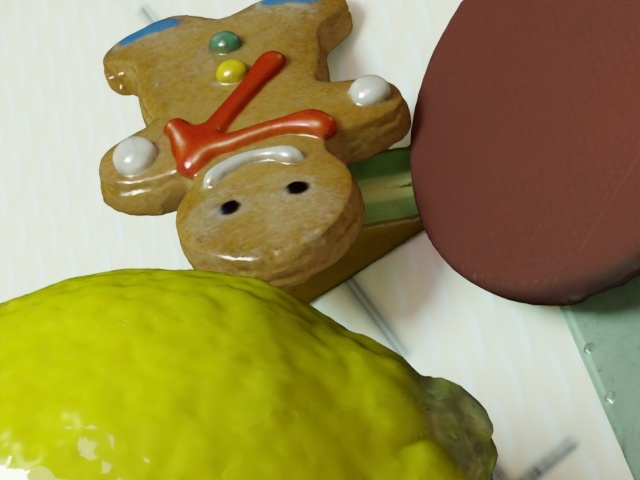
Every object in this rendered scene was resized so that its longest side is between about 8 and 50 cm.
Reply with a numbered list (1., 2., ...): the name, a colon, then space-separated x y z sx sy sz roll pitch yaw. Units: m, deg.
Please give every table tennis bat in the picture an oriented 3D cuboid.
1. table tennis bat: 0.177 -0.073 1.003 0.268 0.051 0.414 -59 32 6

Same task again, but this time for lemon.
1. lemon: -0.084 0.182 0.888 0.387 0.350 0.350 -39 46 13

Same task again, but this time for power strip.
1. power strip: 0.189 0.068 0.986 0.080 0.029 0.227 -29 48 13

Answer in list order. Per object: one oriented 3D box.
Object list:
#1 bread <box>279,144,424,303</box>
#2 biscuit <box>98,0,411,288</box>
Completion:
1. bread: 0.005 -0.001 1.170 0.139 0.084 0.074 -12 47 -11
2. biscuit: -0.046 -0.078 1.158 0.205 0.049 0.324 -13 38 3
